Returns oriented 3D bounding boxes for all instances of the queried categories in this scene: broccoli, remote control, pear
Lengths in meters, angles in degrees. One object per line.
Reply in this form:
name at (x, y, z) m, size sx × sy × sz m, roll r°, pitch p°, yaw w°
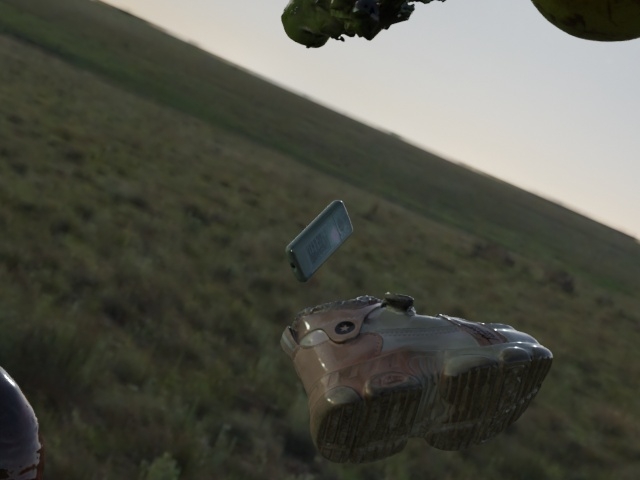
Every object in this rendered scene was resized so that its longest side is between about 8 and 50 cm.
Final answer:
broccoli at (0.022, -0.261, 1.209) m, size 0.165 × 0.145 × 0.304 m, roll 50°, pitch -17°, yaw -4°
remote control at (0.000, 0.000, 1.457) m, size 0.018 × 0.053 × 0.124 m, roll -3°, pitch 30°, yaw 38°
pear at (0.388, -0.387, 1.539) m, size 0.283 × 0.283 × 0.283 m, roll 23°, pitch 6°, yaw -2°

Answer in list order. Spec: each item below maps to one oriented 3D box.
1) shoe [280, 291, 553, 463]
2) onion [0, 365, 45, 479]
shoe at (0.124, 0.147, 1.520) m, size 0.351 × 0.172 × 0.198 m, roll -3°, pitch 44°, yaw -30°
onion at (-0.587, 0.339, 1.828) m, size 0.348 × 0.347 × 0.285 m, roll 21°, pitch -2°, yaw -22°
